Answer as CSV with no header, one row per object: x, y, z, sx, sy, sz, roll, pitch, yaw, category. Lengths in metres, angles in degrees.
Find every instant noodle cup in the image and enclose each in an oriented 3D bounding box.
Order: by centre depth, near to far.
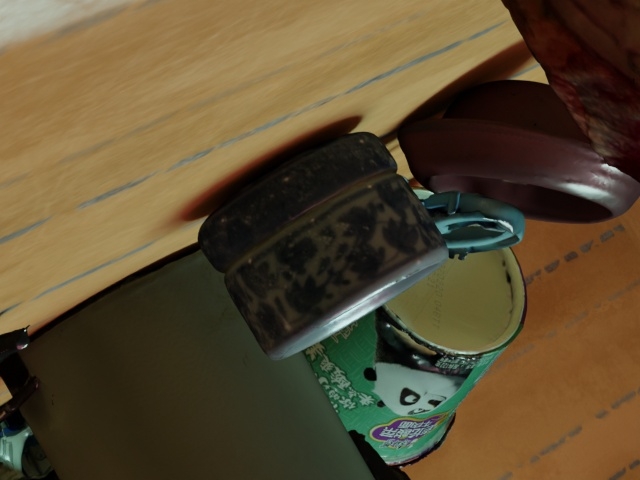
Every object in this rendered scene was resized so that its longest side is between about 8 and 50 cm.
0.078,0.076,1.951,0.251,0.251,0.190,-26,165,-41,instant noodle cup

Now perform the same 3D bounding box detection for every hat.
0.157,-0.073,1.501,0.205,0.089,0.205,11,171,2,hat

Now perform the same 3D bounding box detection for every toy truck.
-0.260,0.200,1.858,0.208,0.113,0.126,-26,174,-28,toy truck

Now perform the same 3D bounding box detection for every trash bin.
-0.097,0.160,1.531,0.277,0.262,0.217,-26,174,-31,trash bin

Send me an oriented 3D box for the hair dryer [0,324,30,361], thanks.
-0.296,0.128,1.309,0.272,0.091,0.235,-45,160,21,hair dryer

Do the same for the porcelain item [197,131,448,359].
0.000,0.000,1.327,0.147,0.114,0.147,-31,174,-4,porcelain item

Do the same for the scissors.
0.027,-0.004,1.635,0.180,0.032,0.393,14,166,-20,scissors

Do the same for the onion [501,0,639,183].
0.188,-0.109,0.782,0.216,0.206,0.207,-30,175,8,onion
